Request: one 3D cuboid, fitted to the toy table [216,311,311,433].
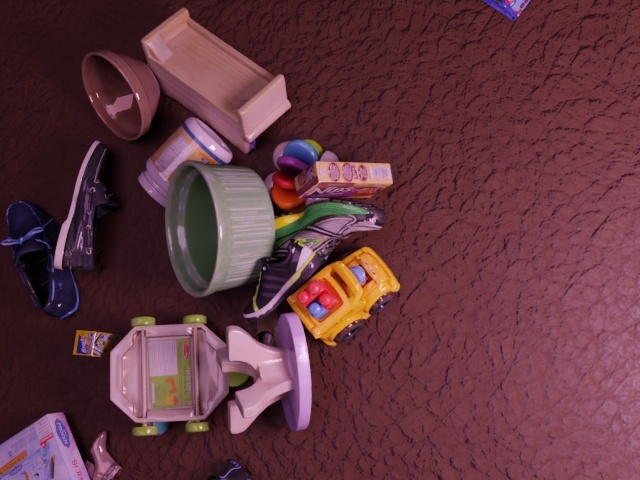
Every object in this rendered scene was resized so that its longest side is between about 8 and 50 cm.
[{"bbox_3d":[-0.120,0.293,1.742,0.161,0.252,0.274,-7,102,-18],"label":"toy table"}]

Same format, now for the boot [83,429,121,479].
[{"bbox_3d":[-0.516,0.529,1.962,0.087,0.042,0.118,26,93,16],"label":"boot"}]

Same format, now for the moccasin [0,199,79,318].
[{"bbox_3d":[-0.714,0.034,2.068,0.138,0.117,0.342,-37,72,9],"label":"moccasin"}]

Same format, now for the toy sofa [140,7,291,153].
[{"bbox_3d":[-0.253,-0.388,1.987,0.363,0.177,0.150,37,69,21],"label":"toy sofa"}]

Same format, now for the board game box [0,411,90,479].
[{"bbox_3d":[-0.696,0.632,1.974,0.319,0.066,0.317,-33,72,17],"label":"board game box"}]

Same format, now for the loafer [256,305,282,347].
[{"bbox_3d":[-0.118,0.202,1.876,0.056,0.050,0.147,-9,78,17],"label":"loafer"}]

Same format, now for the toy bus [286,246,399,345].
[{"bbox_3d":[0.038,0.110,1.755,0.220,0.211,0.149,-40,70,7],"label":"toy bus"}]

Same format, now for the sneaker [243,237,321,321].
[{"bbox_3d":[-0.099,0.077,1.763,0.097,0.084,0.235,45,112,-6],"label":"sneaker"}]

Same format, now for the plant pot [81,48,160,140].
[{"bbox_3d":[-0.481,-0.378,2.038,0.237,0.237,0.110,38,54,20],"label":"plant pot"}]

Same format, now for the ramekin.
[{"bbox_3d":[-0.225,-0.030,1.830,0.303,0.148,0.303,13,106,57],"label":"ramekin"}]

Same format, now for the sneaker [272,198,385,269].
[{"bbox_3d":[0.000,0.000,1.811,0.344,0.134,0.146,-18,73,35],"label":"sneaker"}]

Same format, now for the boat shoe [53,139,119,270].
[{"bbox_3d":[-0.567,-0.081,2.044,0.113,0.127,0.339,14,72,-6],"label":"boat shoe"}]

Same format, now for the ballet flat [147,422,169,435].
[{"bbox_3d":[-0.383,0.348,1.936,0.079,0.077,0.221,-2,75,37],"label":"ballet flat"}]

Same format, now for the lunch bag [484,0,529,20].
[{"bbox_3d":[0.377,-0.672,1.828,0.293,0.138,0.221,41,98,29],"label":"lunch bag"}]

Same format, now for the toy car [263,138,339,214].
[{"bbox_3d":[-0.055,-0.152,1.868,0.159,0.136,0.181,17,87,21],"label":"toy car"}]

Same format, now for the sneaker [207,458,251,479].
[{"bbox_3d":[-0.252,0.597,1.843,0.232,0.081,0.090,-44,68,0],"label":"sneaker"}]

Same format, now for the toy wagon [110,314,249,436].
[{"bbox_3d":[-0.305,0.306,1.874,0.345,0.068,0.267,-2,76,-7],"label":"toy wagon"}]

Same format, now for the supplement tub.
[{"bbox_3d":[-0.326,-0.182,1.961,0.199,0.144,0.144,-45,70,7],"label":"supplement tub"}]

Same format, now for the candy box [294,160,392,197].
[{"bbox_3d":[0.051,-0.132,1.792,0.109,0.187,0.053,-30,66,58],"label":"candy box"}]

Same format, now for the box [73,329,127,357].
[{"bbox_3d":[-0.512,0.248,1.936,0.054,0.169,0.059,3,81,20],"label":"box"}]
